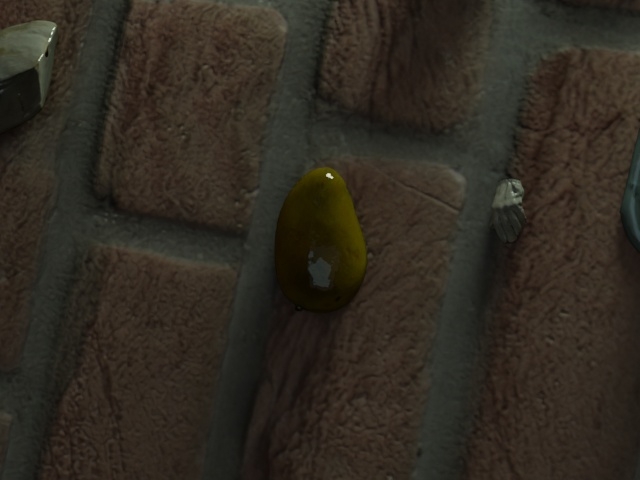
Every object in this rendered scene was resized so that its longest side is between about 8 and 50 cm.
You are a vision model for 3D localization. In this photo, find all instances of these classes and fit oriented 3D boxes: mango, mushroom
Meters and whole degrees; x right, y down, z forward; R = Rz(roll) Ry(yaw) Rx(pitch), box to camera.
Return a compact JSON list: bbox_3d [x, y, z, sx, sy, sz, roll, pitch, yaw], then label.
[{"bbox_3d":[0.000,0.000,1.817,0.103,0.076,0.161,-4,80,17],"label":"mango"},{"bbox_3d":[-0.405,-0.168,1.919,0.247,0.096,0.108,-21,106,13],"label":"mushroom"}]

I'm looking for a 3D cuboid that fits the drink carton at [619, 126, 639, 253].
[{"bbox_3d":[0.406,-0.057,1.676,0.185,0.189,0.191,15,89,9],"label":"drink carton"}]

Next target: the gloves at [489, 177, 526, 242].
[{"bbox_3d":[0.202,-0.038,1.797,0.044,0.037,0.081,-11,87,48],"label":"gloves"}]
